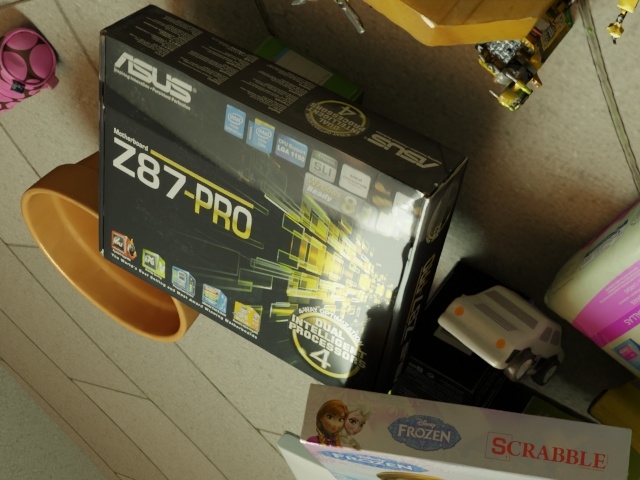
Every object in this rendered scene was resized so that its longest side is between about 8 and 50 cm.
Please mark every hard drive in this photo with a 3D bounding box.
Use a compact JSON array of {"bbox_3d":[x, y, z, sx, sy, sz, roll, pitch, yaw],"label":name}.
[{"bbox_3d":[0.043,0.518,2.066,0.203,0.040,0.307,17,144,36],"label":"hard drive"}]

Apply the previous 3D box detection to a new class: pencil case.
[{"bbox_3d":[-0.467,-0.244,1.540,0.098,0.095,0.209,36,158,-27],"label":"pencil case"}]

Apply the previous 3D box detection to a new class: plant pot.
[{"bbox_3d":[-0.245,-0.029,1.459,0.291,0.203,0.291,29,150,18],"label":"plant pot"}]

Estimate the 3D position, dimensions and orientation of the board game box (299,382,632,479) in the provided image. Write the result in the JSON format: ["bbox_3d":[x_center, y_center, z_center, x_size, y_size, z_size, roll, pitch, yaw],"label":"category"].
[{"bbox_3d":[0.163,0.247,1.135,0.319,0.066,0.318,6,159,14],"label":"board game box"}]

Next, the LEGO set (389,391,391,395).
[{"bbox_3d":[0.059,0.216,1.569,0.093,0.087,0.227,33,150,13],"label":"LEGO set"}]

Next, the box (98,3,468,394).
[{"bbox_3d":[-0.062,-0.032,1.111,0.395,0.097,0.318,29,133,18],"label":"box"}]

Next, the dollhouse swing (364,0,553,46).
[{"bbox_3d":[0.091,-0.337,0.516,0.347,0.305,0.315,38,152,6],"label":"dollhouse swing"}]

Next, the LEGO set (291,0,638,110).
[{"bbox_3d":[0.117,-0.220,0.764,0.255,0.192,0.331,44,152,-7],"label":"LEGO set"}]

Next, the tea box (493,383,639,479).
[{"bbox_3d":[0.271,0.391,1.425,0.323,0.220,0.329,28,150,23],"label":"tea box"}]

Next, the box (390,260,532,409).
[{"bbox_3d":[0.170,0.154,1.278,0.108,0.153,0.207,29,149,20],"label":"box"}]

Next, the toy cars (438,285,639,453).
[{"bbox_3d":[0.288,0.137,1.109,0.394,0.087,0.176,31,-172,-20],"label":"toy cars"}]

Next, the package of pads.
[{"bbox_3d":[0.389,0.080,0.968,0.296,0.101,0.229,38,153,4],"label":"package of pads"}]

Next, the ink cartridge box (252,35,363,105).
[{"bbox_3d":[-0.089,-0.152,1.209,0.255,0.097,0.189,33,151,15],"label":"ink cartridge box"}]
